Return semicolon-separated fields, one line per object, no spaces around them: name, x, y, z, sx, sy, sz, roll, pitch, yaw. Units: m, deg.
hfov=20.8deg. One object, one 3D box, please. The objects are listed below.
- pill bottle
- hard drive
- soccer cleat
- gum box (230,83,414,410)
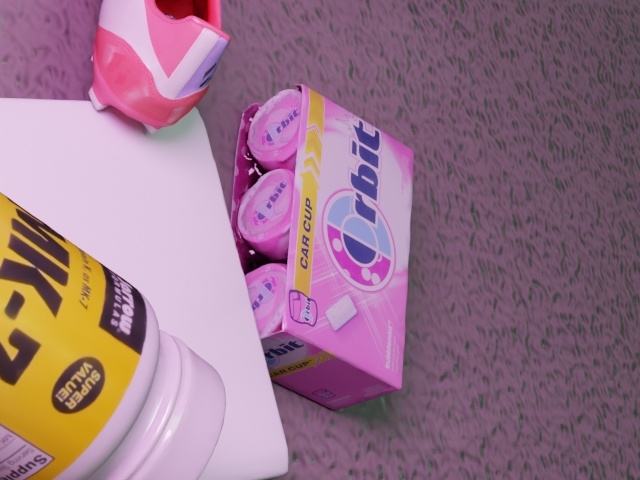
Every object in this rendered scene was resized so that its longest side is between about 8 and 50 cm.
pill bottle;-0.151;0.048;0.810;0.208;0.119;0.119;38;48;-31
hard drive;-0.175;0.038;0.917;0.353;0.047;0.233;-3;75;-48
soccer cleat;-0.097;-0.175;1.039;0.083;0.095;0.248;24;42;-34
gum box;0.000;0.000;1.119;0.107;0.062;0.188;30;52;-37
